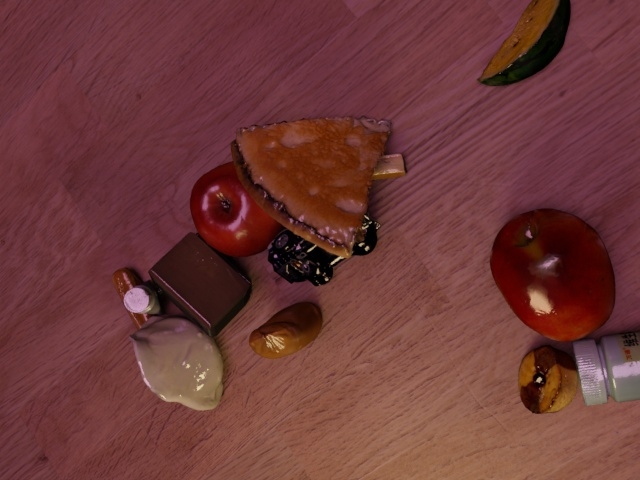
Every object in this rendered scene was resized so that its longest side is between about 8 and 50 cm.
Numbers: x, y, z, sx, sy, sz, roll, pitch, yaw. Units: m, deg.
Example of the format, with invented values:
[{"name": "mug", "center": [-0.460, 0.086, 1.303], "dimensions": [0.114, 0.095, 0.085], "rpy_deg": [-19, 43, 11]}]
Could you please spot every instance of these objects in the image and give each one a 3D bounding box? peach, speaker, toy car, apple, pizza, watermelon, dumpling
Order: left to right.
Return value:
[{"name": "dumpling", "center": [-0.389, 0.342, 1.857], "dimensions": [0.187, 0.243, 0.318], "rpy_deg": [-41, 89, 22]}, {"name": "speaker", "center": [-0.323, 0.124, 1.832], "dimensions": [0.231, 0.153, 0.192], "rpy_deg": [41, 72, 8]}, {"name": "apple", "center": [-0.219, -0.090, 1.780], "dimensions": [0.260, 0.216, 0.260], "rpy_deg": [0, 90, 18]}, {"name": "pizza", "center": [-0.049, -0.172, 1.651], "dimensions": [0.392, 0.435, 0.080], "rpy_deg": [13, 142, 6]}, {"name": "toy car", "center": [-0.001, -0.001, 1.749], "dimensions": [0.301, 0.193, 0.118], "rpy_deg": [-35, 40, 20]}, {"name": "watermelon", "center": [0.503, -0.486, 1.589], "dimensions": [0.129, 0.123, 0.301], "rpy_deg": [40, 104, 32]}, {"name": "peach", "center": [0.563, 0.088, 1.589], "dimensions": [0.281, 0.281, 0.338], "rpy_deg": [-36, 119, 17]}]

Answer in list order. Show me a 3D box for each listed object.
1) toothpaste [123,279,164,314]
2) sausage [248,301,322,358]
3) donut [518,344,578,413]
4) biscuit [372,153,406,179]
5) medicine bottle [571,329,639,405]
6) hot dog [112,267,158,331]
[{"name": "toothpaste", "center": [-0.479, 0.160, 1.847], "dimensions": [0.073, 0.299, 0.114], "rpy_deg": [-24, 88, -6]}, {"name": "sausage", "center": [-0.087, 0.233, 1.695], "dimensions": [0.134, 0.354, 0.116], "rpy_deg": [-6, 93, 16]}, {"name": "donut", "center": [0.550, 0.338, 1.615], "dimensions": [0.073, 0.166, 0.184], "rpy_deg": [9, 143, -9]}, {"name": "biscuit", "center": [0.129, -0.189, 1.750], "dimensions": [0.188, 0.052, 0.056], "rpy_deg": [-5, 77, 17]}, {"name": "medicine bottle", "center": [0.759, 0.284, 1.545], "dimensions": [0.318, 0.158, 0.158], "rpy_deg": [-11, 92, 18]}, {"name": "hot dog", "center": [-0.530, 0.213, 1.982], "dimensions": [0.088, 0.061, 0.286], "rpy_deg": [-22, 90, 21]}]
